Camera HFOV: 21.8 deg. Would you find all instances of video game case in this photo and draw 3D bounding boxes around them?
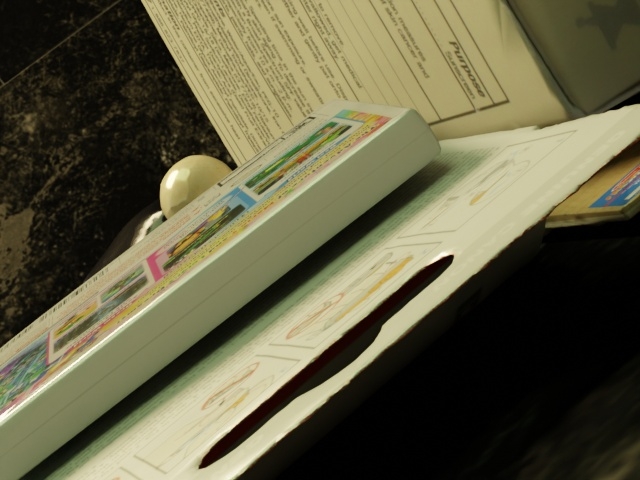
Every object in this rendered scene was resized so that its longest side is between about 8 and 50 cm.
[{"bbox_3d":[-0.042,0.010,0.511,0.157,0.019,0.143,-37,10,-3],"label":"video game case"}]

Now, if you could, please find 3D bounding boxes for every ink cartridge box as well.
[{"bbox_3d":[-0.011,0.046,0.446,0.189,0.066,0.232,-40,14,-13],"label":"ink cartridge box"}]

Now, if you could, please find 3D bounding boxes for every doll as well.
[{"bbox_3d":[-0.091,0.024,0.810,0.189,0.046,0.129,-55,5,41],"label":"doll"}]

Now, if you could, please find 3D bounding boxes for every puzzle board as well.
[{"bbox_3d":[0.120,-0.044,0.489,0.128,0.011,0.096,-40,7,-9],"label":"puzzle board"}]

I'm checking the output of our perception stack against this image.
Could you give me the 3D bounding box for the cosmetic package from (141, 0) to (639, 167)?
[{"bbox_3d":[0.037,-0.116,0.610,0.129,0.153,0.296,-31,9,-18],"label":"cosmetic package"}]
